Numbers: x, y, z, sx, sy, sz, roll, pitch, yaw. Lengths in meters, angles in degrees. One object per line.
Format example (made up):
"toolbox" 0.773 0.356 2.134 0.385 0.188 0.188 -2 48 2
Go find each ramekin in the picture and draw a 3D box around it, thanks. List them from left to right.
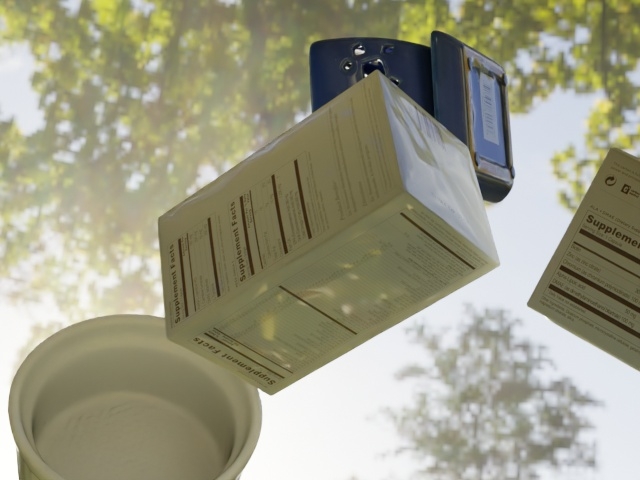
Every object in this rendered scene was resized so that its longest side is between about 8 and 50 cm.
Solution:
"ramekin" -0.211 0.225 1.528 0.277 0.277 0.135 9 -49 -5

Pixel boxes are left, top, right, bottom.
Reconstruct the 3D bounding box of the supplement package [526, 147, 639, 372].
"supplement package" 0.325 0.048 1.117 0.204 0.145 0.262 30 8 27

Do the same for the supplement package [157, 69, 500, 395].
"supplement package" 0.000 0.000 1.123 0.244 0.134 0.139 -31 -44 24

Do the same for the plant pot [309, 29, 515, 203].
"plant pot" 0.131 -0.151 1.824 0.212 0.236 0.236 -7 -9 28
